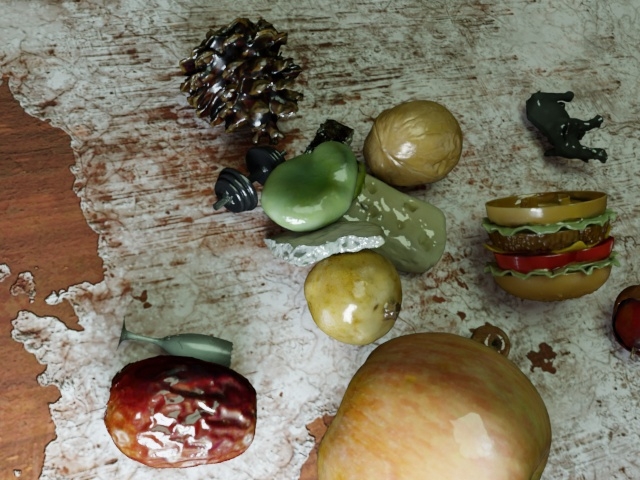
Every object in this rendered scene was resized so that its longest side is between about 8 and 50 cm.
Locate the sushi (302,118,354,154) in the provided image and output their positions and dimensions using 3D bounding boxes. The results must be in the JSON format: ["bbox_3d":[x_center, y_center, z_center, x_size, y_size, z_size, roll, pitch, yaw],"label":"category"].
[{"bbox_3d":[0.016,-0.186,1.808,0.078,0.090,0.150,26,50,7],"label":"sushi"}]

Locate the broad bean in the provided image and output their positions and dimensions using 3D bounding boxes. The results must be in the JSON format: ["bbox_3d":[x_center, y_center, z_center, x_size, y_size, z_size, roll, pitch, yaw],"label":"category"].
[{"bbox_3d":[-0.009,-0.098,1.657,0.228,0.100,0.169,-25,58,-18],"label":"broad bean"}]

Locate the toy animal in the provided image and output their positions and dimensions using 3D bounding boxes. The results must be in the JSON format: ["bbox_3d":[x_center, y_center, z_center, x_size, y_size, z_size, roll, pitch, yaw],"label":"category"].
[{"bbox_3d":[0.578,-0.264,2.051,0.146,0.114,0.245,-12,44,-32],"label":"toy animal"}]

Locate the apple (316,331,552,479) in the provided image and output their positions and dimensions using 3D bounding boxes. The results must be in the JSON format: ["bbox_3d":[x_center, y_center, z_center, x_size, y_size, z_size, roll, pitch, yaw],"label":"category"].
[{"bbox_3d":[0.179,0.342,1.388,0.347,0.391,0.391,24,54,18],"label":"apple"}]

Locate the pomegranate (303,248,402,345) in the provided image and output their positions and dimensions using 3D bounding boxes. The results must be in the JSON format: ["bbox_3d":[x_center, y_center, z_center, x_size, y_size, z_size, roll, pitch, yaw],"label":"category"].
[{"bbox_3d":[0.072,0.105,1.601,0.196,0.196,0.196,9,58,-15],"label":"pomegranate"}]

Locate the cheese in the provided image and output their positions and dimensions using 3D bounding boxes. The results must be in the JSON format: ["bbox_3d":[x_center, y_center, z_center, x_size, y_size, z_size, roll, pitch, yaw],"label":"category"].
[{"bbox_3d":[0.132,-0.038,1.760,0.263,0.093,0.159,27,58,-2],"label":"cheese"}]

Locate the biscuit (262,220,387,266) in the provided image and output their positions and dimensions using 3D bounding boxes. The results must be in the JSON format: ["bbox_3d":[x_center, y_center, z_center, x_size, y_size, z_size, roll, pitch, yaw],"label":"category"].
[{"bbox_3d":[0.000,0.000,1.622,0.188,0.266,0.040,-39,121,-57],"label":"biscuit"}]

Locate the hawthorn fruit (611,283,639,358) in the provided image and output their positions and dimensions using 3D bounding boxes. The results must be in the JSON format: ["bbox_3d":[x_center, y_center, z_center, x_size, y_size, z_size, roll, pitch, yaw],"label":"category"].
[{"bbox_3d":[0.675,0.174,1.803,0.148,0.148,0.172,33,74,1],"label":"hawthorn fruit"}]

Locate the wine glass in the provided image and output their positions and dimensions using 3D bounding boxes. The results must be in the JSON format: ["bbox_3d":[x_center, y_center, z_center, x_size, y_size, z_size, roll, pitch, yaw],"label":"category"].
[{"bbox_3d":[-0.252,0.181,1.514,0.198,0.066,0.066,13,58,-12],"label":"wine glass"}]

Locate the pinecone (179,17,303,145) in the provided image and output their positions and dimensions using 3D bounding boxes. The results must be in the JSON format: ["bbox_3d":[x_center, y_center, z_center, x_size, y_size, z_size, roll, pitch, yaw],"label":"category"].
[{"bbox_3d":[-0.146,-0.324,1.748,0.257,0.243,0.243,36,55,-10],"label":"pinecone"}]

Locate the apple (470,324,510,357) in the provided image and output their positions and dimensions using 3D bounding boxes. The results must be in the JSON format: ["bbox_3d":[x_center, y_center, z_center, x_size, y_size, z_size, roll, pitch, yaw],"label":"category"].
[{"bbox_3d":[0.331,0.208,1.699,0.084,0.071,0.084,5,66,-11],"label":"apple"}]

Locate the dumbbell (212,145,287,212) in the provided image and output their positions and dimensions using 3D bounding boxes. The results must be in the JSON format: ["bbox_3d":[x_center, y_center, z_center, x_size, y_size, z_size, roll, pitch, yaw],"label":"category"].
[{"bbox_3d":[-0.137,-0.121,1.709,0.099,0.099,0.208,42,57,8],"label":"dumbbell"}]

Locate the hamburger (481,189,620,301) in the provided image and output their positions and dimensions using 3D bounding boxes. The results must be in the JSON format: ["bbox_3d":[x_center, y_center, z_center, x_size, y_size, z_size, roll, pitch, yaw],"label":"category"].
[{"bbox_3d":[0.464,0.017,1.749,0.275,0.274,0.212,-11,100,-25],"label":"hamburger"}]

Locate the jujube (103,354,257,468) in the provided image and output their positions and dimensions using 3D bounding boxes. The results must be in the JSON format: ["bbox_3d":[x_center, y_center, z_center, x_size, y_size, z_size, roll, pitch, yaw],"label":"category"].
[{"bbox_3d":[-0.225,0.276,1.399,0.243,0.183,0.183,8,59,-14],"label":"jujube"}]

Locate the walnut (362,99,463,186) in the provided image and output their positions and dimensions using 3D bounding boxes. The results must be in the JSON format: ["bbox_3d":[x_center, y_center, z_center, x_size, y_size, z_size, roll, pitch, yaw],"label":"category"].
[{"bbox_3d":[0.193,-0.203,1.813,0.226,0.193,0.193,-14,65,-43],"label":"walnut"}]
